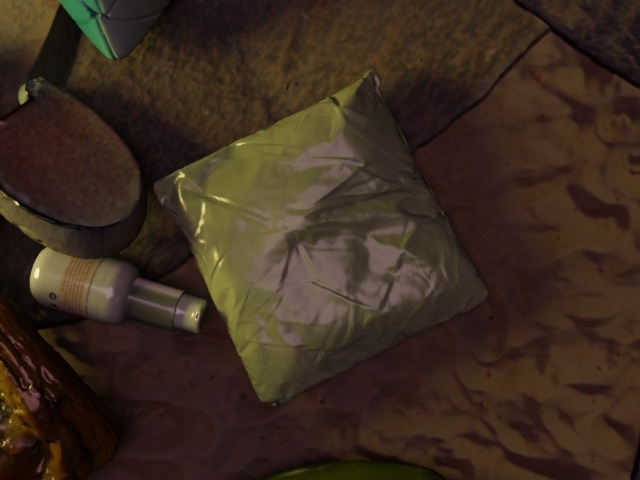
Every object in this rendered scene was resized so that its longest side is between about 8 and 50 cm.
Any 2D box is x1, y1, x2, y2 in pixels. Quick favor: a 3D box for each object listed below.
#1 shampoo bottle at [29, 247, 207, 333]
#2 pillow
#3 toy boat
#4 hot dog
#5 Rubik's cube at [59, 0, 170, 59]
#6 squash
[{"bbox_3d":[-0.217,0.058,0.951,0.192,0.074,0.074,14,91,5],"label":"shampoo bottle"},{"bbox_3d":[-0.002,-0.001,0.927,0.274,0.076,0.281,-27,88,3],"label":"pillow"},{"bbox_3d":[-0.284,-0.068,0.944,0.227,0.085,0.155,42,55,13],"label":"toy boat"},{"bbox_3d":[-0.345,0.166,0.916,0.196,0.122,0.272,-36,101,14],"label":"hot dog"},{"bbox_3d":[-0.234,-0.303,0.882,0.254,0.254,0.255,0,90,6],"label":"Rubik's cube"},{"bbox_3d":[0.011,0.277,0.929,0.318,0.071,0.080,-9,130,3],"label":"squash"}]
